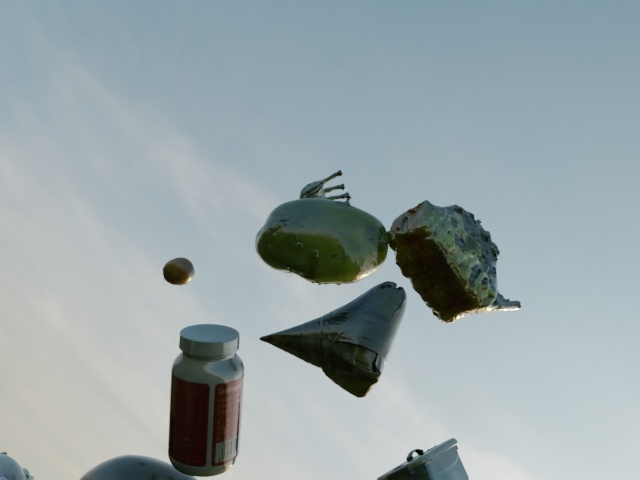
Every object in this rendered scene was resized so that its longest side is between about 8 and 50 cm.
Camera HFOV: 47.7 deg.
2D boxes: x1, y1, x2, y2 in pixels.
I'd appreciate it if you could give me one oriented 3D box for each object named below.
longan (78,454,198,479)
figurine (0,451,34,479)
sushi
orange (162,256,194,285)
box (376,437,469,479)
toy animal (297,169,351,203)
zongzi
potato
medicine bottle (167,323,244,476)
[{"bbox_3d":[-0.373,0.629,1.514,0.361,0.361,0.360,27,-35,21],"label":"longan"},{"bbox_3d":[-0.698,0.515,1.520,0.237,0.163,0.141,-6,-96,47],"label":"figurine"},{"bbox_3d":[0.253,0.049,1.400,0.139,0.184,0.274,-29,-86,38],"label":"sushi"},{"bbox_3d":[-0.376,0.082,1.920,0.085,0.085,0.085,27,-35,21],"label":"orange"},{"bbox_3d":[0.259,0.582,1.799,0.162,0.227,0.130,-36,-108,27],"label":"box"},{"bbox_3d":[-0.019,-0.093,1.727,0.217,0.176,0.073,85,-13,-78],"label":"toy animal"},{"bbox_3d":[0.036,0.195,1.751,0.300,0.286,0.138,19,-33,9],"label":"zongzi"},{"bbox_3d":[0.000,0.000,1.364,0.254,0.186,0.148,-1,-73,5],"label":"potato"},{"bbox_3d":[-0.204,0.284,1.297,0.131,0.131,0.250,12,-77,37],"label":"medicine bottle"}]
